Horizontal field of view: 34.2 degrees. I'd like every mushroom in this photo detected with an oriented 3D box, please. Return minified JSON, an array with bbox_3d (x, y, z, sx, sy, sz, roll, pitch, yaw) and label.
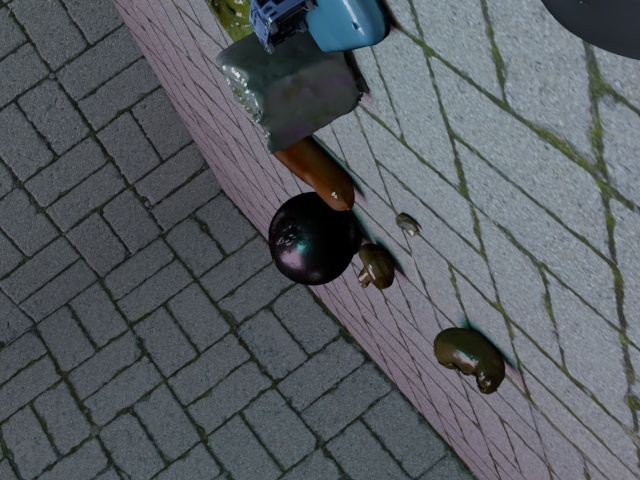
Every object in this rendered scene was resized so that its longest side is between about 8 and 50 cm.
[{"bbox_3d":[0.129,0.061,2.388,0.126,0.084,0.109,-111,19,-64],"label":"mushroom"},{"bbox_3d":[0.167,-0.030,2.013,0.049,0.019,0.101,54,172,-10],"label":"mushroom"}]

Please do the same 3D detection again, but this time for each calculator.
[{"bbox_3d":[0.010,-0.348,1.471,0.173,0.051,0.293,57,171,-15],"label":"calculator"}]

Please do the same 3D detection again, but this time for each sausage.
[{"bbox_3d":[-0.019,-0.166,2.282,0.300,0.083,0.089,44,161,36],"label":"sausage"}]

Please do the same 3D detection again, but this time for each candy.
[{"bbox_3d":[-0.048,-0.263,1.698,0.185,0.195,0.137,52,168,42],"label":"candy"}]

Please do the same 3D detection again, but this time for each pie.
[{"bbox_3d":[-0.197,-0.503,1.929,0.323,0.070,0.323,54,172,11],"label":"pie"}]

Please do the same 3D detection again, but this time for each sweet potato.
[{"bbox_3d":[0.296,0.233,2.136,0.124,0.098,0.310,48,176,-10],"label":"sweet potato"}]

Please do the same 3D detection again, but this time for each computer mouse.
[{"bbox_3d":[0.228,-0.207,0.829,0.232,0.057,0.120,41,165,53],"label":"computer mouse"}]

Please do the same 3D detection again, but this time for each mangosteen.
[{"bbox_3d":[0.000,0.000,2.490,0.265,0.228,0.228,13,-153,-48],"label":"mangosteen"}]

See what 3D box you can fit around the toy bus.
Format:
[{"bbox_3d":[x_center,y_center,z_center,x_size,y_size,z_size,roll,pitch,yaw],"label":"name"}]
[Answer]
[{"bbox_3d":[-0.064,-0.332,1.510,0.076,0.073,0.167,56,172,1],"label":"toy bus"}]
